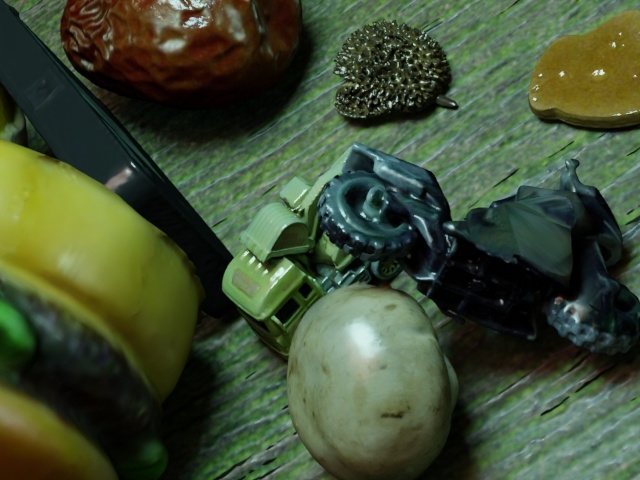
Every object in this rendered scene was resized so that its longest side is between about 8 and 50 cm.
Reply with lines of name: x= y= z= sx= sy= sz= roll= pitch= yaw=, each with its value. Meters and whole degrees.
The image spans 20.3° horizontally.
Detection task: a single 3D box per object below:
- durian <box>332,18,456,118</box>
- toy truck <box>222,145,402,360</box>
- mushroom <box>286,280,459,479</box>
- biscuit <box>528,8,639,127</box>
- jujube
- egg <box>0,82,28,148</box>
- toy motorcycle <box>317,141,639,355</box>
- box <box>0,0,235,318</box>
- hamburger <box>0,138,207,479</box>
durian: x=0.064 y=-0.158 z=1.641 sx=0.140 sy=0.071 sz=0.110 roll=25 pitch=74 yaw=37
toy truck: x=0.000 y=0.000 z=1.531 sx=0.191 sy=0.116 sz=0.085 roll=-46 pitch=45 yaw=-6
mushroom: x=0.044 y=0.112 z=1.403 sx=0.127 sy=0.166 sz=0.166 roll=-13 pitch=38 yaw=-28
biscuit: x=0.252 y=-0.148 z=1.542 sx=0.140 sy=0.023 sz=0.118 roll=15 pitch=67 yaw=40
jujube: x=-0.142 y=-0.209 z=1.737 sx=0.255 sy=0.190 sz=0.190 roll=-5 pitch=55 yaw=44
egg: x=-0.402 y=-0.061 z=1.756 sx=0.201 sy=0.337 sz=0.337 roll=35 pitch=78 yaw=7
toy motorcycle: x=0.135 y=-0.006 z=1.404 sx=0.270 sy=0.106 sz=0.159 roll=24 pitch=44 yaw=-2
box: x=-0.197 y=-0.079 z=1.650 sx=0.058 sy=0.211 sz=0.350 roll=-43 pitch=46 yaw=1
hamburger: x=-0.298 y=0.107 z=1.474 sx=0.396 sy=0.396 sz=0.277 roll=2 pitch=58 yaw=34
